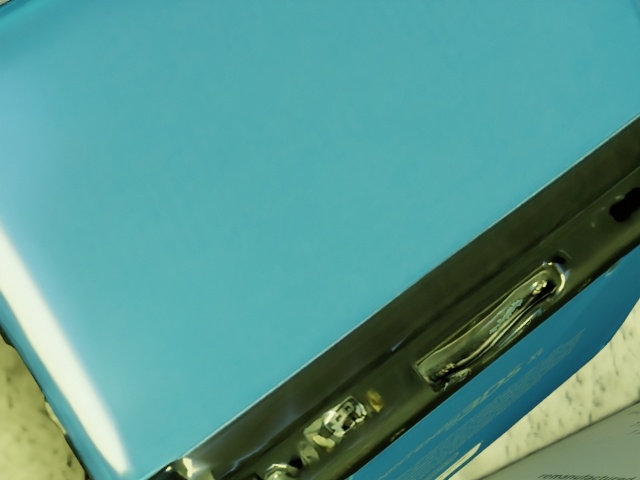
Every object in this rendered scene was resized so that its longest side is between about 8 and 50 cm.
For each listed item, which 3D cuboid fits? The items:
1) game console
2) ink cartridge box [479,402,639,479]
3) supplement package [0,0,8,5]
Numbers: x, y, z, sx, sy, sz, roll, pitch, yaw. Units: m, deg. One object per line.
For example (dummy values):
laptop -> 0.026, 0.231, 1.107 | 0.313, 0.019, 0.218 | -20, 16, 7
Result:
game console -> 0.000, 0.000, 0.667 | 0.293, 0.250, 0.173 | -35, 71, -27
ink cartridge box -> 0.289, 0.178, 0.800 | 0.395, 0.166, 0.285 | -21, 96, -28
supplement package -> -0.134, -0.149, 0.634 | 0.105, 0.105, 0.179 | 28, 73, -23
